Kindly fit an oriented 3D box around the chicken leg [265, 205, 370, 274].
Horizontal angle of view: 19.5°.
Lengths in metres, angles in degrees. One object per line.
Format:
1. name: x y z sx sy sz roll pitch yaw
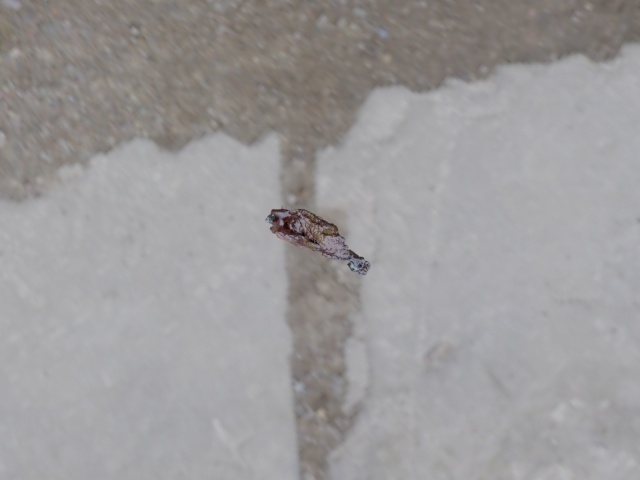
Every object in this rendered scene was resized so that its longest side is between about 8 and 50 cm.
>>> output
1. chicken leg: -0.001 -0.001 1.339 0.083 0.021 0.036 25 147 6
